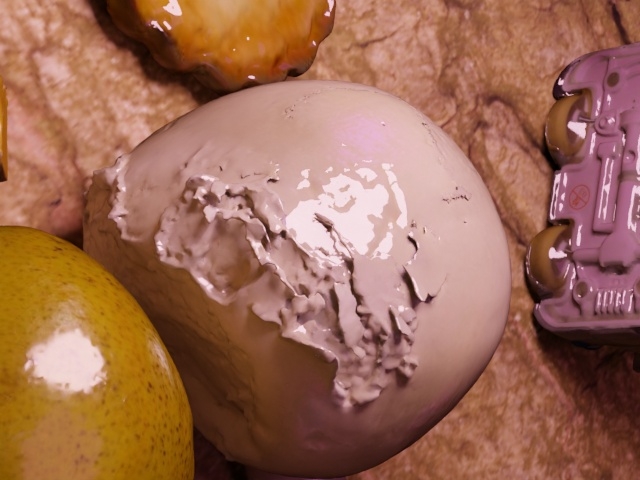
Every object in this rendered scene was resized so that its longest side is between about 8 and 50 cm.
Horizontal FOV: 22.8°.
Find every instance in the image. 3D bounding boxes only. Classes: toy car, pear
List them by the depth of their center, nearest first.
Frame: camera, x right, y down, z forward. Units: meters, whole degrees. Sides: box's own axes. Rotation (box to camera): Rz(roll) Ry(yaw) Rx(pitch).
[{"bbox_3d":[-0.221,0.131,1.070,0.294,0.294,0.294,8,78,-45],"label":"pear"},{"bbox_3d":[0.388,-0.036,1.746,0.226,0.242,0.336,25,68,-39],"label":"toy car"}]

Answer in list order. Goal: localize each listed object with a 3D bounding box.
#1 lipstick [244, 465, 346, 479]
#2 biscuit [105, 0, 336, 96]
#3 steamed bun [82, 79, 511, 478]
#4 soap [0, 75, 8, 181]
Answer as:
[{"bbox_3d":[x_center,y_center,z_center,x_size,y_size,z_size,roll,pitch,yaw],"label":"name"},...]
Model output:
[{"bbox_3d":[-0.016,0.237,1.394,0.087,0.087,0.326,-14,95,-46],"label":"lipstick"},{"bbox_3d":[-0.104,-0.298,1.394,0.335,0.078,0.329,16,76,-44],"label":"biscuit"},{"bbox_3d":[0.000,0.000,1.263,0.334,0.233,0.312,41,53,8],"label":"steamed bun"},{"bbox_3d":[-0.317,-0.086,1.088,0.232,0.140,0.073,8,82,-46],"label":"soap"}]
